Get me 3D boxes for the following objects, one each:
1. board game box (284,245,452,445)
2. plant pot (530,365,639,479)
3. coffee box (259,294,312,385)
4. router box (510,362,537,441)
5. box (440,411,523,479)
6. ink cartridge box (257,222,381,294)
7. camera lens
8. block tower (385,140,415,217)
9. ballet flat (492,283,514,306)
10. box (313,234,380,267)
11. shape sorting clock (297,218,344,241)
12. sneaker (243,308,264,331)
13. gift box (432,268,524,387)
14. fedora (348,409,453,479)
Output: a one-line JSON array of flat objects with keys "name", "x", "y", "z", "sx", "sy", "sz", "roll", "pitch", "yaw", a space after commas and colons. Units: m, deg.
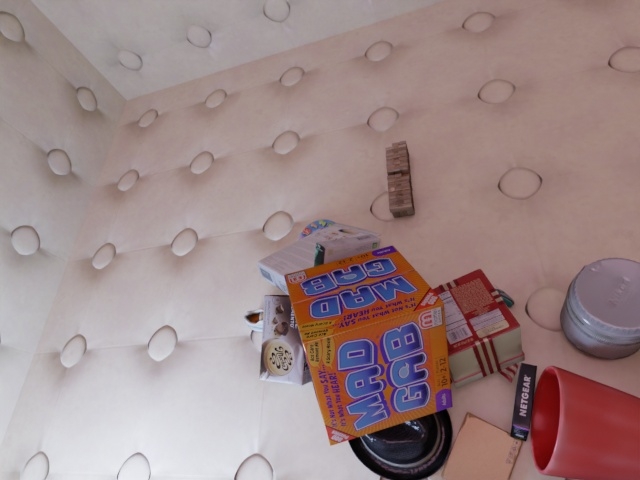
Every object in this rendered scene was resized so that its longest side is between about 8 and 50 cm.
[{"name": "board game box", "x": 0.127, "y": 0.281, "z": 1.236, "sx": 0.357, "sy": 0.355, "sz": 0.356, "roll": -15, "pitch": 25, "yaw": -6}, {"name": "plant pot", "x": 0.694, "y": 0.478, "z": 1.075, "sx": 0.244, "sy": 0.274, "sz": 0.274, "roll": 10, "pitch": 65, "yaw": 16}, {"name": "coffee box", "x": -0.110, "y": 0.343, "z": 1.512, "sx": 0.168, "sy": 0.119, "sz": 0.296, "roll": 1, "pitch": 83, "yaw": 21}, {"name": "router box", "x": 0.569, "y": 0.452, "z": 1.196, "sx": 0.046, "sy": 0.133, "sz": 0.178, "roll": 8, "pitch": 58, "yaw": 26}, {"name": "box", "x": 0.461, "y": 0.624, "z": 1.221, "sx": 0.165, "sy": 0.021, "sz": 0.201, "roll": 20, "pitch": 71, "yaw": 31}, {"name": "ink cartridge box", "x": -0.002, "y": 0.063, "z": 1.591, "sx": 0.385, "sy": 0.091, "sz": 0.308, "roll": -27, "pitch": 23, "yaw": -24}, {"name": "camera lens", "x": 0.796, "y": 0.194, "z": 1.176, "sx": 0.220, "sy": 0.274, "sz": 0.219, "roll": -10, "pitch": 58, "yaw": 17}, {"name": "block tower", "x": 0.325, "y": -0.247, "z": 1.752, "sx": 0.091, "sy": 0.097, "sz": 0.335, "roll": -9, "pitch": 57, "yaw": 18}, {"name": "ballet flat", "x": 0.552, "y": 0.169, "z": 1.429, "sx": 0.189, "sy": 0.070, "sz": 0.070, "roll": 13, "pitch": 67, "yaw": 25}, {"name": "box", "x": 0.079, "y": 0.148, "z": 1.443, "sx": 0.233, "sy": 0.321, "sz": 0.059, "roll": -7, "pitch": 22, "yaw": -33}, {"name": "shape sorting clock", "x": 0.000, "y": 0.000, "z": 1.774, "sx": 0.207, "sy": 0.040, "sz": 0.206, "roll": -11, "pitch": 58, "yaw": 18}, {"name": "sneaker", "x": -0.186, "y": 0.308, "z": 1.639, "sx": 0.229, "sy": 0.092, "sz": 0.087, "roll": -6, "pitch": 58, "yaw": 18}, {"name": "gift box", "x": 0.444, "y": 0.290, "z": 1.277, "sx": 0.256, "sy": 0.258, "sz": 0.276, "roll": -22, "pitch": 47, "yaw": 9}, {"name": "fedora", "x": 0.219, "y": 0.553, "z": 1.285, "sx": 0.335, "sy": 0.152, "sz": 0.333, "roll": -11, "pitch": 58, "yaw": 18}]
